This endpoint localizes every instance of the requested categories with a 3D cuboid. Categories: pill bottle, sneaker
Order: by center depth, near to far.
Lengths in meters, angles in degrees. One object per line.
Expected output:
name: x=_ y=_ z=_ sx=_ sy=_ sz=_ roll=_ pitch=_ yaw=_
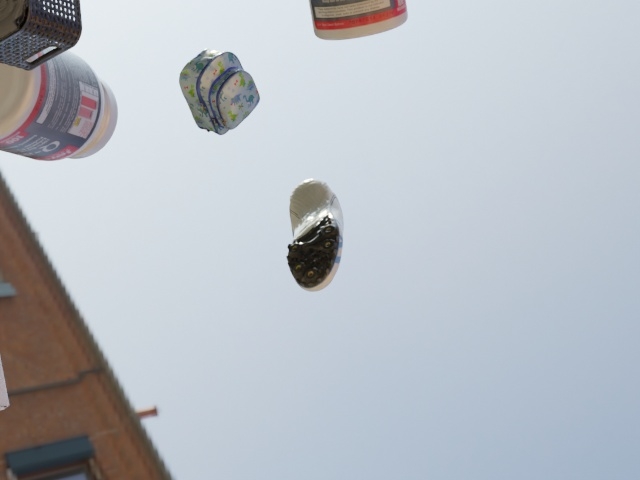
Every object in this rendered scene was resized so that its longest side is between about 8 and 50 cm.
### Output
pill bottle: x=0.029 y=-0.315 z=1.218 sx=0.108 sy=0.108 sz=0.180 roll=9 pitch=-61 yaw=43
sneaker: x=0.000 y=0.000 z=1.591 sx=0.085 sy=0.237 sz=0.086 roll=-22 pitch=-58 yaw=13
pill bottle: x=-0.509 y=-0.251 z=1.999 sx=0.210 sy=0.363 sz=0.210 roll=-1 pitch=-94 yaw=15

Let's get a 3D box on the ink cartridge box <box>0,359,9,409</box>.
ink cartridge box: x=-0.443 y=0.063 z=1.132 sx=0.198 sy=0.115 sz=0.273 roll=-19 pitch=-103 yaw=23

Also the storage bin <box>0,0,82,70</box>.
storage bin: x=-0.372 y=-0.317 z=1.407 sx=0.122 sy=0.084 sz=0.180 roll=-18 pitch=-109 yaw=35

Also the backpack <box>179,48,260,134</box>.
backpack: x=-0.152 y=-0.231 z=1.727 sx=0.084 sy=0.105 sz=0.114 roll=17 pitch=-34 yaw=41
